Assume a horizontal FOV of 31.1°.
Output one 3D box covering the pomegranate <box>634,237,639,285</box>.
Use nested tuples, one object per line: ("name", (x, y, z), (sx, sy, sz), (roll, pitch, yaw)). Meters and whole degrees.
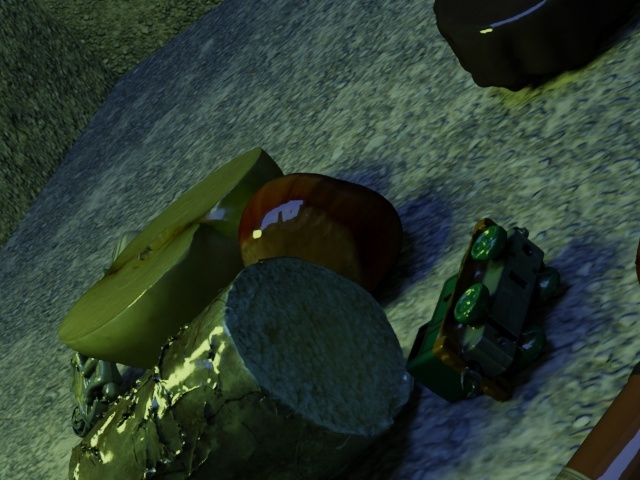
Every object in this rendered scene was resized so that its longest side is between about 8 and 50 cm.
("pomegranate", (0.322, 0.014, 0.941), (0.130, 0.130, 0.130), (-38, 23, 20))

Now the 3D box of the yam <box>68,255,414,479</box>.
("yam", (-0.095, 0.197, 1.228), (0.348, 0.241, 0.241), (-43, 21, 22))

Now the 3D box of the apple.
("apple", (-0.209, 0.030, 1.658), (0.360, 0.320, 0.312), (-28, 66, 50))

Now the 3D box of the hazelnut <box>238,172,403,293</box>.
("hazelnut", (0.000, 0.008, 1.476), (0.210, 0.210, 0.186), (5, 85, 63))

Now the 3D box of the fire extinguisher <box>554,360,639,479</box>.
("fire extinguisher", (0.194, 0.241, 0.836), (0.376, 0.113, 0.200), (-50, -20, -13))

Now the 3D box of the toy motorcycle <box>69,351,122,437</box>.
("toy motorcycle", (-0.352, 0.217, 1.810), (0.124, 0.061, 0.193), (0, 83, 50))

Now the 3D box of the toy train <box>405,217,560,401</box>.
("toy train", (0.161, 0.074, 1.168), (0.136, 0.091, 0.228), (-38, 21, 45))

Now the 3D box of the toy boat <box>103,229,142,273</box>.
("toy boat", (-0.303, 0.081, 1.933), (0.141, 0.141, 0.269), (-43, 21, 7))

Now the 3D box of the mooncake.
("mooncake", (0.295, -0.324, 1.547), (0.283, 0.141, 0.283), (-29, 34, 22))
